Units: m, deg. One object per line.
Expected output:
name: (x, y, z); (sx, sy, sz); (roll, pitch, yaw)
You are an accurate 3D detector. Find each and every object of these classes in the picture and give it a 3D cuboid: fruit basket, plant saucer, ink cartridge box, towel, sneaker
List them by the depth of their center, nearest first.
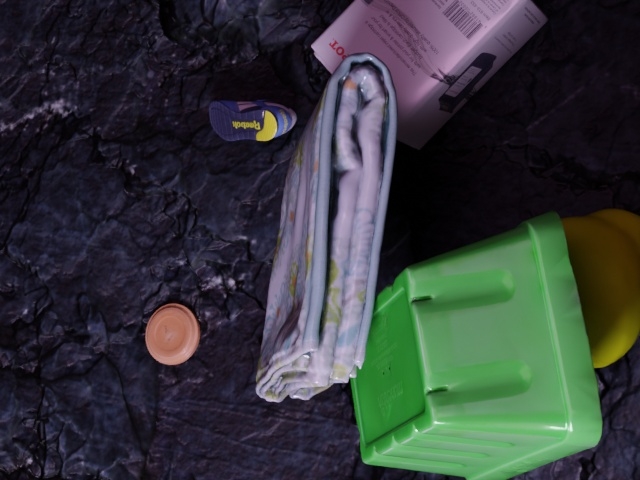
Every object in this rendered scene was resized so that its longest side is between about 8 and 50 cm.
fruit basket: (0.237, 0.109, 1.607); (0.392, 0.392, 0.282); (-15, 74, 23)
towel: (0.000, 0.000, 1.706); (0.090, 0.320, 0.374); (11, 76, -10)
ink cartridge box: (0.135, -0.258, 1.816); (0.237, 0.100, 0.172); (-45, 65, 11)
sneaker: (-0.092, -0.162, 1.940); (0.144, 0.059, 0.053); (15, 119, 43)
plant saucer: (-0.201, 0.126, 1.957); (0.084, 0.013, 0.083); (-5, 77, 25)
